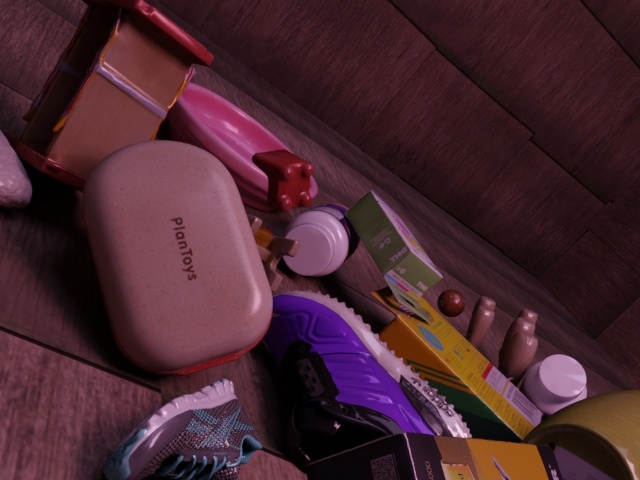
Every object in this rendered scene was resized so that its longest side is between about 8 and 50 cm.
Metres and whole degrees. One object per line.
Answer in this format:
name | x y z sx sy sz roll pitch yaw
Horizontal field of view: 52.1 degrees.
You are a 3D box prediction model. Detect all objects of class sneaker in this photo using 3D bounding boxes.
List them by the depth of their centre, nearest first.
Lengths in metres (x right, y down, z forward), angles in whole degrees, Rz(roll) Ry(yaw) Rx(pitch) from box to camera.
sneaker | -0.095 0.161 0.510 0.076 0.065 0.166 48 18 13
sneaker | 0.008 0.159 0.682 0.293 0.102 0.146 35 37 31

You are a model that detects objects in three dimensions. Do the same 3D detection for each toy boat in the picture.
toy boat | -0.148 0.021 0.650 0.151 0.151 0.231 -13 76 -25

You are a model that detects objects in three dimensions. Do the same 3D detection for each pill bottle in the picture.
pill bottle | 0.000 0.000 1.087 0.108 0.108 0.193 41 16 4
pill bottle | 0.395 0.269 1.127 0.103 0.103 0.184 50 -19 31

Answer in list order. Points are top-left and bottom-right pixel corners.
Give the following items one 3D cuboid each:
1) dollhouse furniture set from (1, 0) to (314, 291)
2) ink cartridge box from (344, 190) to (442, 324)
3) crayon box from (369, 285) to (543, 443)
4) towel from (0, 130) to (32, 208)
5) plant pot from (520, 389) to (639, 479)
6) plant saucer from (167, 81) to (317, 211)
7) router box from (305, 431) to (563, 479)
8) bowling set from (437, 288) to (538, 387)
dollhouse furniture set | -0.165 -0.108 0.804 0.152 0.201 0.374 27 -4 43
ink cartridge box | 0.128 0.025 1.050 0.109 0.062 0.209 37 18 -45
crayon box | 0.197 0.205 1.031 0.318 0.081 0.202 45 16 15
towel | -0.412 -0.138 0.620 0.282 0.049 0.187 49 19 26
plant pot | 0.350 0.295 0.771 0.294 0.275 0.274 25 22 -45
plant saucer | -0.156 -0.165 1.226 0.332 0.084 0.332 36 16 -12
router box | 0.120 0.287 0.412 0.243 0.081 0.308 23 46 -48
bowling set | 0.306 0.194 1.272 0.200 0.154 0.287 25 12 18
